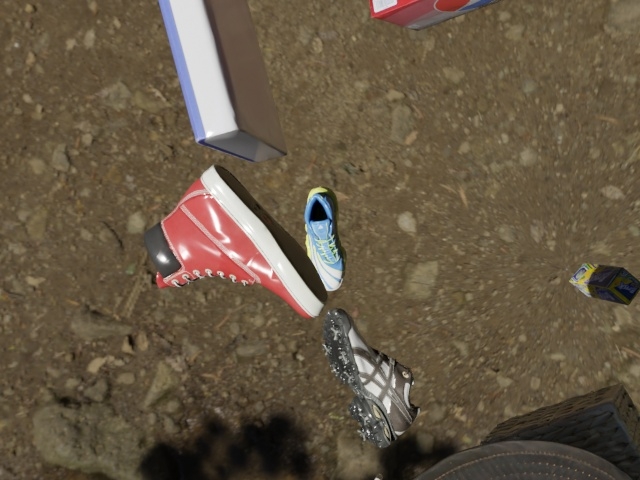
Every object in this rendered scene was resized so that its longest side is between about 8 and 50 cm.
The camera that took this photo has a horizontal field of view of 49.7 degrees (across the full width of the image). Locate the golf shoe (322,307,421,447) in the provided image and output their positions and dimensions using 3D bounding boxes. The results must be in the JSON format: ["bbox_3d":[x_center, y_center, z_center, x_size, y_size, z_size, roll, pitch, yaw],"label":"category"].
[{"bbox_3d":[0.068,0.168,0.906,0.094,0.077,0.198,-26,105,-20],"label":"golf shoe"}]

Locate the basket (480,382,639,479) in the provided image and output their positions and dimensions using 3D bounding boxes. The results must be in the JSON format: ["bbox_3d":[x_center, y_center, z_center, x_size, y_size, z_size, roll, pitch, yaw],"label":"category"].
[{"bbox_3d":[0.269,0.233,0.745,0.167,0.113,0.103,-29,78,27],"label":"basket"}]

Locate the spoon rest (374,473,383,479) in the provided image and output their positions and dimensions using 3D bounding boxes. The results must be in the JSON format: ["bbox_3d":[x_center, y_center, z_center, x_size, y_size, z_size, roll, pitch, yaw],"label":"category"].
[{"bbox_3d":[0.220,0.645,1.554,0.276,0.137,0.084,35,91,15],"label":"spoon rest"}]

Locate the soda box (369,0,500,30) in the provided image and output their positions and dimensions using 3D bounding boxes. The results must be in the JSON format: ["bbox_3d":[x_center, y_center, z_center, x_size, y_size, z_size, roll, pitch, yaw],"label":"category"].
[{"bbox_3d":[0.171,-0.279,0.644,0.263,0.092,0.083,-7,89,41],"label":"soda box"}]

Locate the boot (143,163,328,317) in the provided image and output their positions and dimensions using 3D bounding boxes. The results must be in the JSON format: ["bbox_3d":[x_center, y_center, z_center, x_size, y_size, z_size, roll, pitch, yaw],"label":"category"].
[{"bbox_3d":[-0.120,0.044,0.937,0.176,0.088,0.244,-43,88,13],"label":"boot"}]

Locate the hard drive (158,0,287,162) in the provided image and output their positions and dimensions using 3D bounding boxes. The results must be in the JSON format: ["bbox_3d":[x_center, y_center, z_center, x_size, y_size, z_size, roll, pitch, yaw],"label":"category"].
[{"bbox_3d":[-0.104,-0.233,0.606,0.040,0.210,0.318,-15,90,7],"label":"hard drive"}]

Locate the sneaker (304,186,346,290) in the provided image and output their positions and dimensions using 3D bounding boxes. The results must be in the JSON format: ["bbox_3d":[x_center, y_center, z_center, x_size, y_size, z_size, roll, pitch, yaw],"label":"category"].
[{"bbox_3d":[0.000,0.000,1.544,0.091,0.126,0.240,-8,93,12],"label":"sneaker"}]

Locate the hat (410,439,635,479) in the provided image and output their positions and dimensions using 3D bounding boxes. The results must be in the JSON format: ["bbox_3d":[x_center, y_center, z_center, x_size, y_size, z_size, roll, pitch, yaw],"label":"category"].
[{"bbox_3d":[0.151,0.329,0.618,0.331,0.134,0.331,0,86,-5],"label":"hat"}]

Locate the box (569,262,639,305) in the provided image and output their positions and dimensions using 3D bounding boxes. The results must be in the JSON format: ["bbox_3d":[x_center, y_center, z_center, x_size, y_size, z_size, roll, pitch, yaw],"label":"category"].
[{"bbox_3d":[0.582,0.087,1.415,0.059,0.169,0.054,38,87,-5],"label":"box"}]
